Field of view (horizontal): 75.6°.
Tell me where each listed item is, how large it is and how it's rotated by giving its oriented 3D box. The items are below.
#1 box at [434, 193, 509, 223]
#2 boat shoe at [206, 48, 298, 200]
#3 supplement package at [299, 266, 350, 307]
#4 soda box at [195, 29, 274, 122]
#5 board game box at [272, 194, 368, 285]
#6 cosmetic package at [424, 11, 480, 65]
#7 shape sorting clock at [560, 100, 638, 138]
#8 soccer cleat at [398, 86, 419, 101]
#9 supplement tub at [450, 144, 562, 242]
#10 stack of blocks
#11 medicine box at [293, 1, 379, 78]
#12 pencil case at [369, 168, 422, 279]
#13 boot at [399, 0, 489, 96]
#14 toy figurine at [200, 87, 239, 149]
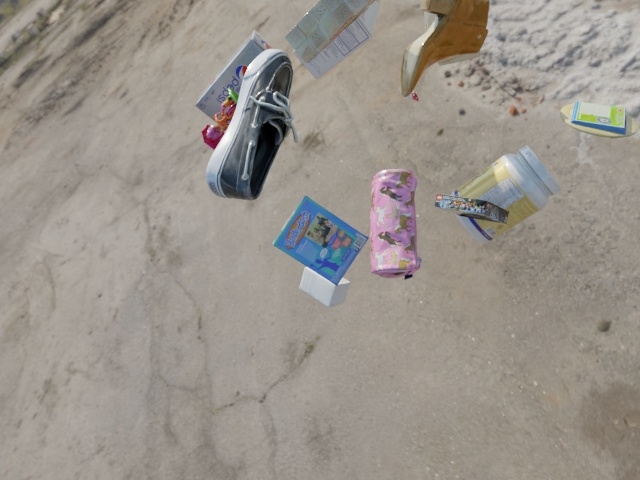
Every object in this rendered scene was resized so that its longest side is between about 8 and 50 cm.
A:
[{"bbox_3d":[0.487,-0.100,1.320,0.159,0.233,0.044,16,95,38],"label":"box"},{"bbox_3d":[-0.097,-0.212,0.741,0.104,0.113,0.307,12,67,25],"label":"boat shoe"},{"bbox_3d":[0.017,0.189,1.744,0.179,0.105,0.105,28,111,35],"label":"supplement package"},{"bbox_3d":[-0.266,-0.506,1.289,0.286,0.091,0.098,-36,34,28],"label":"soda box"},{"bbox_3d":[0.000,0.000,1.120,0.160,0.210,0.047,-56,12,1],"label":"board game box"},{"bbox_3d":[0.463,-0.718,1.426,0.160,0.309,0.113,-4,93,25],"label":"cosmetic package"},{"bbox_3d":[0.813,-0.352,1.209,0.206,0.040,0.206,-3,41,2],"label":"shape sorting clock"},{"bbox_3d":[0.301,-0.499,1.409,0.029,0.083,0.036,-40,-6,-44],"label":"soccer cleat"},{"bbox_3d":[0.682,-0.169,1.542,0.331,0.241,0.241,-39,41,27],"label":"supplement tub"},{"bbox_3d":[0.052,-0.612,1.091,0.297,0.087,0.171,-37,16,21],"label":"stack of blocks"},{"bbox_3d":[0.064,-0.829,1.621,0.289,0.149,0.264,-21,41,38],"label":"medicine box"},{"bbox_3d":[0.261,-0.062,1.450,0.160,0.167,0.387,137,136,-68],"label":"pencil case"},{"bbox_3d":[0.360,-0.549,1.185,0.104,0.211,0.295,-115,33,-53],"label":"boot"},{"bbox_3d":[-0.262,-0.318,1.139,0.159,0.130,0.173,-44,6,9],"label":"toy figurine"}]
